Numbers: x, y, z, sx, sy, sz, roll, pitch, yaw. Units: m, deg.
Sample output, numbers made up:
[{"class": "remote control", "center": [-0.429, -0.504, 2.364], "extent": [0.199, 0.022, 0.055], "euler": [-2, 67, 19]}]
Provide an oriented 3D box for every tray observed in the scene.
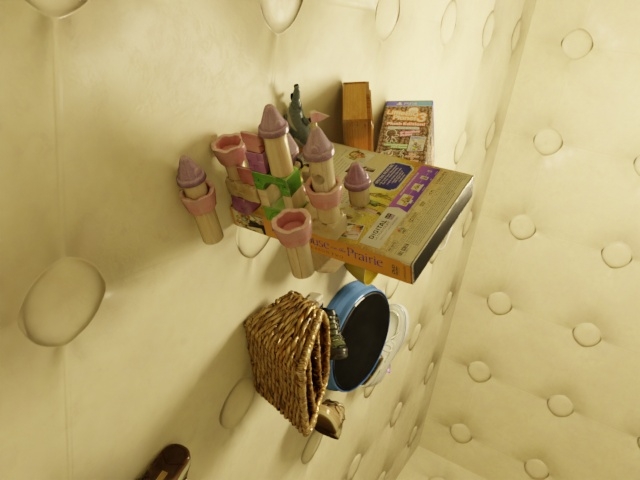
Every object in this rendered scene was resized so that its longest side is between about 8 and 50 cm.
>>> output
[{"class": "tray", "center": [0.102, -0.182, 1.483], "extent": [0.202, 0.076, 0.410], "euler": [-87, 173, -48]}]

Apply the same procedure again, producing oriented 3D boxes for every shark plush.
[{"class": "shark plush", "center": [-0.039, -0.273, 1.251], "extent": [0.073, 0.067, 0.161], "euler": [-40, 141, -46]}]

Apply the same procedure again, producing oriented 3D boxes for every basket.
[{"class": "basket", "center": [-0.038, 0.306, 1.444], "extent": [0.214, 0.223, 0.299], "euler": [-31, 136, -31]}]

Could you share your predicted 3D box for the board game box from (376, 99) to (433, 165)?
[{"class": "board game box", "center": [0.255, -0.233, 1.673], "extent": [0.232, 0.141, 0.290], "euler": [74, 24, -50]}]

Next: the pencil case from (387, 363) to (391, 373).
[{"class": "pencil case", "center": [0.267, 0.460, 2.349], "extent": [0.086, 0.088, 0.205], "euler": [-34, 136, -54]}]

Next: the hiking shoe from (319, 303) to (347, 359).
[{"class": "hiking shoe", "center": [0.019, 0.261, 1.638], "extent": [0.086, 0.227, 0.114], "euler": [-7, 110, -16]}]

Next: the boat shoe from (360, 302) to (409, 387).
[{"class": "boat shoe", "center": [0.222, 0.414, 2.200], "extent": [0.157, 0.136, 0.366], "euler": [0, 118, -60]}]

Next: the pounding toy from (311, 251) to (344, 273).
[{"class": "pounding toy", "center": [0.000, 0.000, 1.466], "extent": [0.100, 0.141, 0.130], "euler": [-45, 159, 14]}]

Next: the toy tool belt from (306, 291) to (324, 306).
[{"class": "toy tool belt", "center": [-0.024, 0.188, 1.630], "extent": [0.083, 0.052, 0.051], "euler": [-33, 128, -51]}]

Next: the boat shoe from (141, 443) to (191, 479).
[{"class": "boat shoe", "center": [-0.362, 0.556, 1.186], "extent": [0.257, 0.095, 0.095], "euler": [-41, 148, -45]}]

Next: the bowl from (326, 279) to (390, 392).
[{"class": "bowl", "center": [0.115, 0.330, 1.912], "extent": [0.391, 0.077, 0.390], "euler": [-27, 125, -47]}]

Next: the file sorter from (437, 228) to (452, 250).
[{"class": "file sorter", "center": [0.374, -0.089, 2.069], "extent": [0.278, 0.173, 0.192], "euler": [29, 82, -64]}]

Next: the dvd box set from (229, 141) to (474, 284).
[{"class": "dvd box set", "center": [0.067, -0.083, 1.188], "extent": [0.307, 0.421, 0.062], "euler": [-49, 145, -38]}]

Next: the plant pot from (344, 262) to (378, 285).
[{"class": "plant pot", "center": [0.129, 0.065, 1.787], "extent": [0.134, 0.095, 0.134], "euler": [-43, 144, -44]}]

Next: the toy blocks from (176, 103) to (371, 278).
[{"class": "toy blocks", "center": [-0.075, -0.146, 1.032], "extent": [0.309, 0.289, 0.259], "euler": [-48, 142, -35]}]

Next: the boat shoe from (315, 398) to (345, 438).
[{"class": "boat shoe", "center": [0.024, 0.603, 1.956], "extent": [0.341, 0.122, 0.110], "euler": [79, 33, -63]}]
